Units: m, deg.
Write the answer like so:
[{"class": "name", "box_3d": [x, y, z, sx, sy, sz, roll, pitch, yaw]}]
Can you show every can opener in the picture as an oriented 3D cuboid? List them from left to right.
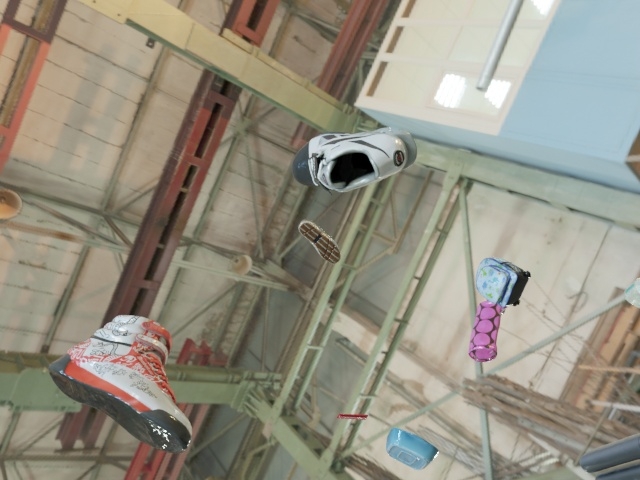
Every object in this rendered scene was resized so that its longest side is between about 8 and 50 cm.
[{"class": "can opener", "box_3d": [0.542, 0.328, 0.793, 0.095, 0.076, 0.283, -23, -25, -29]}]

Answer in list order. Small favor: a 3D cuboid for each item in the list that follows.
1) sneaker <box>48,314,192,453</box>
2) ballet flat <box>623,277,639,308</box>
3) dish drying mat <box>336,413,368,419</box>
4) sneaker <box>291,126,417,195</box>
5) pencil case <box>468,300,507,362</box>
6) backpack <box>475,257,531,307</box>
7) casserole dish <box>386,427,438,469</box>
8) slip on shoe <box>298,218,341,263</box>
[{"class": "sneaker", "box_3d": [-0.250, 0.186, 0.714, 0.145, 0.270, 0.090, -45, -45, -43]}, {"class": "ballet flat", "box_3d": [0.502, 0.100, 0.691, 0.057, 0.168, 0.052, -59, -2, -35]}, {"class": "dish drying mat", "box_3d": [0.090, 0.496, 1.404, 0.083, 0.008, 0.032, 6, -37, -11]}, {"class": "sneaker", "box_3d": [0.029, -0.164, 1.073, 0.146, 0.331, 0.122, -37, -68, -39]}, {"class": "pencil case", "box_3d": [0.543, 0.291, 1.618, 0.095, 0.098, 0.209, 53, -135, -30]}, {"class": "backpack", "box_3d": [0.434, 0.097, 1.225, 0.084, 0.114, 0.105, 0, -64, -28]}, {"class": "casserole dish", "box_3d": [0.204, 0.486, 1.152, 0.037, 0.114, 0.188, -59, -16, -28]}, {"class": "slip on shoe", "box_3d": [0.000, 0.000, 1.236, 0.135, 0.041, 0.051, 42, -73, -12]}]
